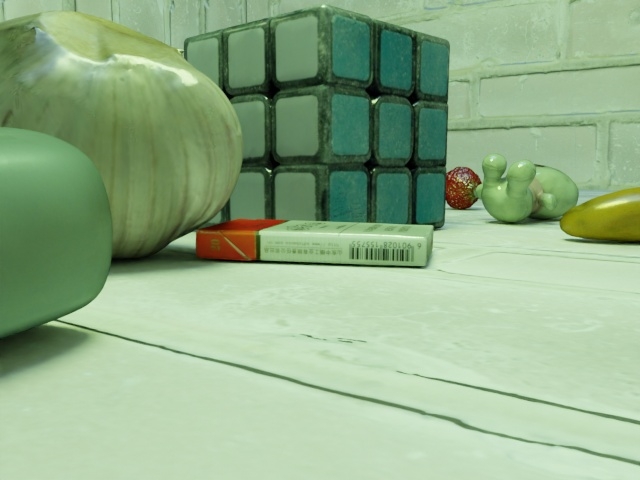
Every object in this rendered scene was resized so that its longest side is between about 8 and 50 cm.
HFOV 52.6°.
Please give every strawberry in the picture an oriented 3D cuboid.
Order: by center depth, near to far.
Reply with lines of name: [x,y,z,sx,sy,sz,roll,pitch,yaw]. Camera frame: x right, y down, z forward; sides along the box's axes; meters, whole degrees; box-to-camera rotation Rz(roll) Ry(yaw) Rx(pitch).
strawberry: [0.325,-0.119,1.469,0.106,0.106,0.106,0,7,0]

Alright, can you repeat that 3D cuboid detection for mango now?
mango: [0.413,-0.035,0.840,0.190,0.075,0.098,-4,-9,5]

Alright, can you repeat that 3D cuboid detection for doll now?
doll: [0.374,-0.085,1.171,0.154,0.113,0.274,17,9,39]

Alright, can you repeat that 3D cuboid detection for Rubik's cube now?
Rubik's cube: [-0.005,-0.166,0.996,0.303,0.301,0.305,6,10,41]

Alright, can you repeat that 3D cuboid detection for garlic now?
garlic: [-0.241,-0.101,0.704,0.317,0.260,0.318,15,37,-12]

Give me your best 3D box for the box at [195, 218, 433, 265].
box: [0.000,0.000,0.721,0.245,0.035,0.139,1,7,11]

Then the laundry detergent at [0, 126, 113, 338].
laundry detergent: [-0.305,0.015,0.254,0.263,0.125,0.397,4,10,21]
